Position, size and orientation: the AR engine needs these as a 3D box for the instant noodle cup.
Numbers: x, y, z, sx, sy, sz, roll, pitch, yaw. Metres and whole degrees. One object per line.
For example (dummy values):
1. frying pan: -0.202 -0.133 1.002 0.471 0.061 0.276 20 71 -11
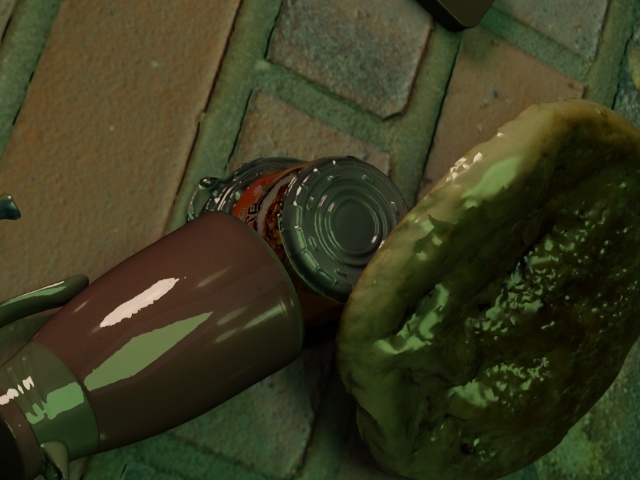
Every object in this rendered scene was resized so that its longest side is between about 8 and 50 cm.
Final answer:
1. instant noodle cup: 0.000 0.000 1.385 0.208 0.125 0.177 11 74 -27

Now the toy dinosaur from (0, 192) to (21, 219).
1. toy dinosaur: -0.351 -0.039 1.237 0.188 0.075 0.247 -30 100 -21

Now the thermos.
1. thermos: -0.166 0.089 1.269 0.265 0.146 0.176 -29 52 -30

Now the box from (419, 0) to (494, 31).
1. box: 0.120 -0.272 1.570 0.126 0.031 0.091 42 62 -16

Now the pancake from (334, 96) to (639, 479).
1. pancake: 0.177 0.054 1.401 0.387 0.082 0.386 -20 124 -32
